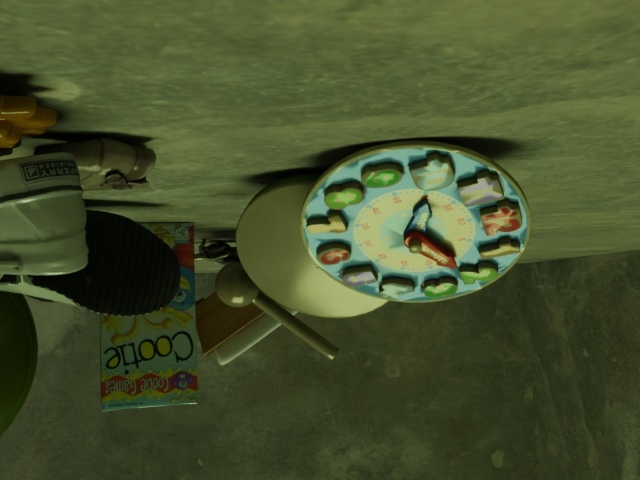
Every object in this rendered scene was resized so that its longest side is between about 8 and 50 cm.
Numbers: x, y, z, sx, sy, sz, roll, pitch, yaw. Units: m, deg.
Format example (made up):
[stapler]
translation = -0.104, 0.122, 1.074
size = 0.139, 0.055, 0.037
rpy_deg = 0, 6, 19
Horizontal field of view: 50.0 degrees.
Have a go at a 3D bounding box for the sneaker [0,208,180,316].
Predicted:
[sneaker]
translation = -0.337, 0.013, 0.827
size = 0.331, 0.122, 0.146
rpy_deg = 15, 174, -28

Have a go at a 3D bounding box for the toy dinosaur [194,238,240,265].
[toy dinosaur]
translation = -0.194, 0.028, 1.384
size = 0.269, 0.063, 0.118
rpy_deg = 2, -179, -8

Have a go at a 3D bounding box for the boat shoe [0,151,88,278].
[boat shoe]
translation = -0.265, 0.003, 0.492
size = 0.268, 0.088, 0.096
rpy_deg = -10, -174, 27

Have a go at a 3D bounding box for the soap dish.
[soap dish]
translation = -0.106, 0.105, 1.257
size = 0.291, 0.118, 0.229
rpy_deg = -35, 177, -13

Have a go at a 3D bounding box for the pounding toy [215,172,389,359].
[pounding toy]
translation = 0.000, 0.000, 0.760
size = 0.183, 0.110, 0.236
rpy_deg = 27, 131, -8

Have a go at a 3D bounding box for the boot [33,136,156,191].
[boot]
translation = -0.180, -0.051, 0.540
size = 0.087, 0.042, 0.118
rpy_deg = 0, 173, -27

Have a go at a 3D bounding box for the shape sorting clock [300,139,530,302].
[shape sorting clock]
translation = 0.084, -0.007, 0.622
size = 0.206, 0.040, 0.206
rpy_deg = 1, 136, 1

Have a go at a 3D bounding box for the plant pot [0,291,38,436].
[plant pot]
translation = -0.536, 0.162, 0.812
size = 0.367, 0.366, 0.353
rpy_deg = 0, 179, -21

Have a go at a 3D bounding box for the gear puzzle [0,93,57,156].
[gear puzzle]
translation = -0.301, -0.053, 0.442
size = 0.339, 0.044, 0.175
rpy_deg = -5, 175, 25

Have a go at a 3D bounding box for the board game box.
[board game box]
translation = -0.273, 0.116, 1.082
size = 0.145, 0.275, 0.142
rpy_deg = -1, 175, -16
